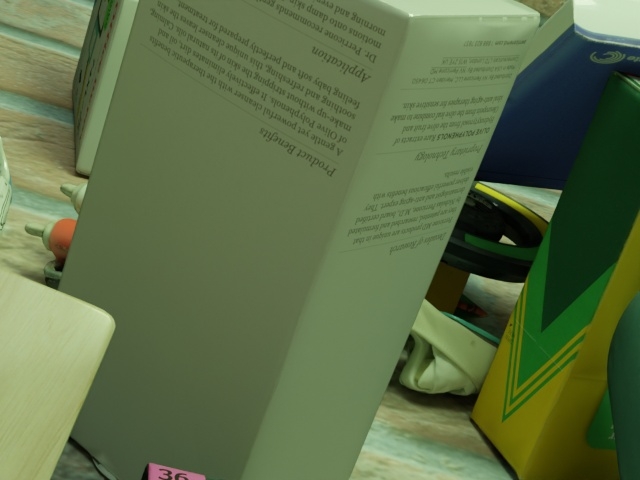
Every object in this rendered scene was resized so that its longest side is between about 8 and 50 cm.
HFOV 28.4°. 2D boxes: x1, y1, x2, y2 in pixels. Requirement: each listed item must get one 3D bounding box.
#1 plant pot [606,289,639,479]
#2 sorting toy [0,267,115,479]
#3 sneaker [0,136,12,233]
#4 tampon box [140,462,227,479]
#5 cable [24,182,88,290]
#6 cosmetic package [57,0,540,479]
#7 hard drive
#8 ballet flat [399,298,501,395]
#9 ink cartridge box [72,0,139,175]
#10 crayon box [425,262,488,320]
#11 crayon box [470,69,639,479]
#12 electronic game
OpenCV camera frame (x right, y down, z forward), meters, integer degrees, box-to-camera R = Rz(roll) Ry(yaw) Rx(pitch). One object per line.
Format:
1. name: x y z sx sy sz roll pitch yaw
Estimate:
1. plant pot: 0.333 0.167 0.824 0.293 0.293 0.235 19 39 0
2. sorting toy: -0.262 0.110 0.571 0.256 0.089 0.257 23 58 -6
3. sneaker: -0.288 -0.021 1.002 0.085 0.086 0.237 14 23 -18
4. tampon box: -0.045 0.206 0.634 0.120 0.101 0.161 15 22 -12
5. cable: -0.110 0.005 0.989 0.287 0.072 0.139 8 33 34
6. cosmetic package: -0.037 -0.012 0.807 0.197 0.365 0.155 35 28 28
7. hard drive: 0.240 -0.112 1.083 0.210 0.040 0.319 5 -17 -15
8. ballet flat: 0.071 0.079 1.056 0.248 0.086 0.086 36 17 -17
9. ink cartridge box: -0.148 -0.187 1.360 0.197 0.198 0.270 13 22 -18
10. crayon box: 0.000 0.000 1.198 0.319 0.081 0.202 0 28 -41
11. crayon box: 0.344 0.053 1.041 0.363 0.313 0.106 9 24 -26
12. electronic game: 0.132 -0.026 1.197 0.229 0.048 0.229 20 20 -8
